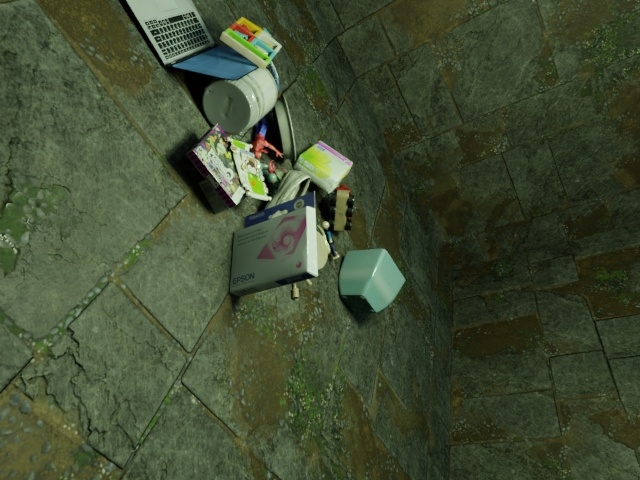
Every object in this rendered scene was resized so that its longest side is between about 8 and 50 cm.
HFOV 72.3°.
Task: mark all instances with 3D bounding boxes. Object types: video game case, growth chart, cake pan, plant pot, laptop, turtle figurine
[{"bbox_3d":[-0.335,-0.259,1.509,0.232,0.041,0.210,54,31,-26],"label":"video game case"},{"bbox_3d":[-0.254,-0.253,1.584,0.172,0.021,0.237,-14,84,-65],"label":"growth chart"},{"bbox_3d":[-0.165,-0.490,1.936,0.293,0.054,0.293,168,-90,-83],"label":"cake pan"},{"bbox_3d":[0.230,0.220,2.181,0.248,0.247,0.252,53,51,-30],"label":"plant pot"},{"bbox_3d":[-0.423,-0.776,1.600,0.408,0.236,0.382,62,29,-24],"label":"laptop"},{"bbox_3d":[-0.189,-0.255,1.847,0.234,0.118,0.175,-16,88,-67],"label":"turtle figurine"}]

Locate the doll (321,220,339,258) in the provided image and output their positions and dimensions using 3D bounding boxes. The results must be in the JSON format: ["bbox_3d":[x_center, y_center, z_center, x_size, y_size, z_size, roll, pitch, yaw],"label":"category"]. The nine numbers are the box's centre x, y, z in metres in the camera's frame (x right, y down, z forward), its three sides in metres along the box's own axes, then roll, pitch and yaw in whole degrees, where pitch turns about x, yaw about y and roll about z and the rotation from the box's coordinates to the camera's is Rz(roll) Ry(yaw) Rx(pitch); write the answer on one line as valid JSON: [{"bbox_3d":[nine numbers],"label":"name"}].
[{"bbox_3d":[0.040,-0.007,2.122,0.129,0.046,0.189,-127,-163,-63],"label":"doll"}]

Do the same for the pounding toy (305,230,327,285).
[{"bbox_3d":[-0.078,0.064,1.870,0.183,0.110,0.237,54,43,-21],"label":"pounding toy"}]

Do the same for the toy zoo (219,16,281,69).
[{"bbox_3d":[-0.260,-0.783,1.717,0.192,0.030,0.293,32,37,-15],"label":"toy zoo"}]

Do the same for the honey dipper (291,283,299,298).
[{"bbox_3d":[-0.108,0.163,1.824,0.030,0.030,0.161,30,48,-51],"label":"honey dipper"}]

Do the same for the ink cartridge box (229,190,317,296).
[{"bbox_3d":[-0.165,0.003,1.509,0.071,0.324,0.330,34,46,-51],"label":"ink cartridge box"}]

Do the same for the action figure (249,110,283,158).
[{"bbox_3d":[-0.231,-0.438,1.889,0.139,0.091,0.280,36,44,-34],"label":"action figure"}]

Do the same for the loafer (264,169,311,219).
[{"bbox_3d":[-0.140,-0.140,1.759,0.112,0.111,0.320,41,69,-53],"label":"loafer"}]

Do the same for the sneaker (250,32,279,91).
[{"bbox_3d":[-0.259,-0.836,2.055,0.297,0.111,0.131,65,29,-14],"label":"sneaker"}]

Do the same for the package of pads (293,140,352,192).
[{"bbox_3d":[0.022,-0.370,2.192,0.229,0.101,0.296,36,34,2],"label":"package of pads"}]

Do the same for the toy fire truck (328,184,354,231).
[{"bbox_3d":[0.090,-0.193,2.260,0.246,0.158,0.217,-81,175,-57],"label":"toy fire truck"}]

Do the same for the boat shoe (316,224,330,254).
[{"bbox_3d":[0.000,0.000,2.082,0.049,0.056,0.152,-20,78,-26],"label":"boat shoe"}]

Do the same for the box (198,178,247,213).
[{"bbox_3d":[-0.345,-0.181,1.564,0.126,0.072,0.137,64,29,-14],"label":"box"}]

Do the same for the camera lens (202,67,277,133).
[{"bbox_3d":[-0.305,-0.557,1.698,0.219,0.219,0.274,58,31,-23],"label":"camera lens"}]
